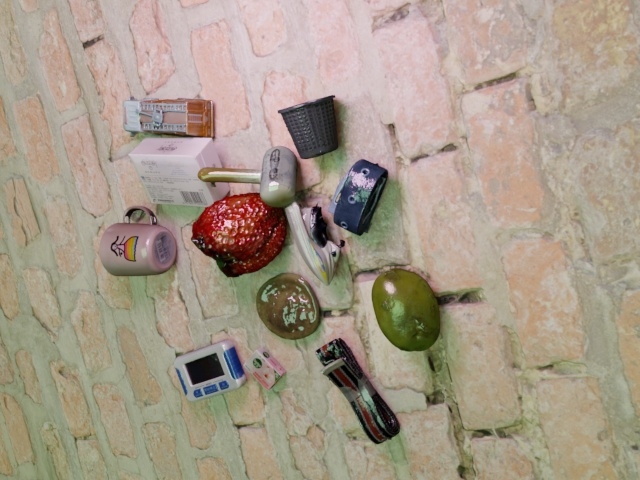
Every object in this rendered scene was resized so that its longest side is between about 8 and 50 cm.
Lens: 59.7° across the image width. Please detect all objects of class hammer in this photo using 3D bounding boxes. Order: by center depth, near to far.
[{"bbox_3d":[-0.223,-0.194,1.695,0.305,0.202,0.113,0,139,2],"label":"hammer"}]

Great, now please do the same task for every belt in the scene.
[{"bbox_3d":[0.104,-0.131,1.630,0.128,0.122,0.218,30,111,21],"label":"belt"},{"bbox_3d":[0.117,0.469,1.741,0.094,0.126,0.359,-34,90,16],"label":"belt"}]

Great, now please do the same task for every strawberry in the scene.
[{"bbox_3d":[-0.247,-0.038,1.764,0.288,0.250,0.238,-46,54,-1],"label":"strawberry"}]

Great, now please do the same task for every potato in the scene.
[{"bbox_3d":[0.247,0.201,1.609,0.186,0.148,0.253,-37,84,28],"label":"potato"}]

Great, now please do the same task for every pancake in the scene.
[{"bbox_3d":[-0.109,0.217,1.832,0.242,0.050,0.242,4,101,23],"label":"pancake"}]

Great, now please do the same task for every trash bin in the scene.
[{"bbox_3d":[-0.020,-0.330,1.640,0.175,0.175,0.161,-9,108,26],"label":"trash bin"}]

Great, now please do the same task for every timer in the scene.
[{"bbox_3d":[-0.393,0.466,1.994,0.253,0.078,0.178,-22,87,25],"label":"timer"}]

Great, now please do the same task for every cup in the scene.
[{"bbox_3d":[-0.632,0.002,1.970,0.200,0.191,0.252,-1,83,22],"label":"cup"}]

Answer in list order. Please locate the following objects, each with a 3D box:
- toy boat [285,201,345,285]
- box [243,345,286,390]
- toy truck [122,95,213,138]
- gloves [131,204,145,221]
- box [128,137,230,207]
[{"bbox_3d":[-0.008,-0.002,1.705,0.141,0.141,0.269,-35,86,26],"label":"toy boat"},{"bbox_3d":[-0.191,0.440,1.914,0.125,0.043,0.089,43,113,12],"label":"box"},{"bbox_3d":[-0.516,-0.407,1.845,0.305,0.162,0.136,7,103,24],"label":"toy truck"},{"bbox_3d":[-0.670,-0.094,2.048,0.044,0.037,0.081,25,107,-19],"label":"gloves"},{"bbox_3d":[-0.462,-0.225,1.839,0.274,0.116,0.203,5,132,24],"label":"box"}]
